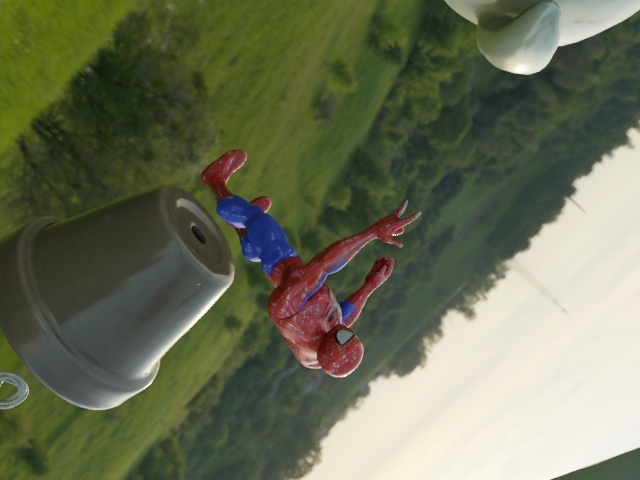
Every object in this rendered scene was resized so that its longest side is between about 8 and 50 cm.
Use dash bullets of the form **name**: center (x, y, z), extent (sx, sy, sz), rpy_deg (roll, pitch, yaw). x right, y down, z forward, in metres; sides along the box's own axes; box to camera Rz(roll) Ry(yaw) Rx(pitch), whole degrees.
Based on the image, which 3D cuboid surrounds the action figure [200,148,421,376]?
- **action figure**: center (0.000, 0.000, 0.670), extent (0.139, 0.280, 0.091), rpy_deg (-29, 127, -1)

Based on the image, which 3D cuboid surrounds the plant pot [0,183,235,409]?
- **plant pot**: center (-0.242, 0.045, 1.050), extent (0.229, 0.263, 0.263), rpy_deg (-33, 174, 15)

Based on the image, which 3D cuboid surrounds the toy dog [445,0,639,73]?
- **toy dog**: center (0.188, -0.344, 0.505), extent (0.395, 0.285, 0.408), rpy_deg (-57, 173, -29)

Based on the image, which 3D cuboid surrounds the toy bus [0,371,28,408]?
- **toy bus**: center (-0.362, 0.126, 0.641), extent (0.202, 0.104, 0.191), rpy_deg (-19, 126, -1)

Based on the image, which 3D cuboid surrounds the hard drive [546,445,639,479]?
- **hard drive**: center (0.129, 0.140, 0.249), extent (0.353, 0.047, 0.233), rpy_deg (-22, -165, 5)
